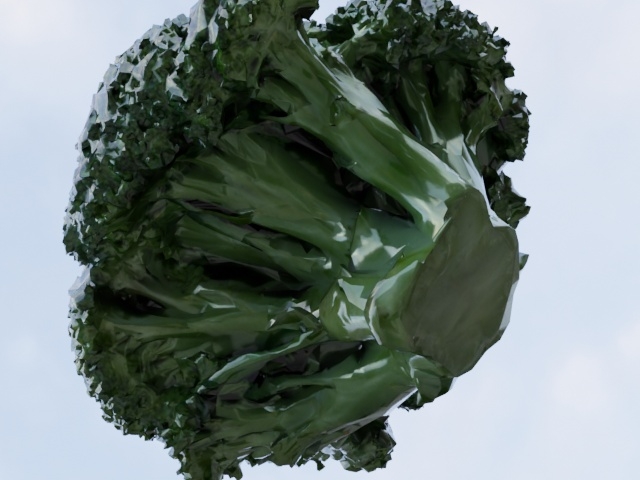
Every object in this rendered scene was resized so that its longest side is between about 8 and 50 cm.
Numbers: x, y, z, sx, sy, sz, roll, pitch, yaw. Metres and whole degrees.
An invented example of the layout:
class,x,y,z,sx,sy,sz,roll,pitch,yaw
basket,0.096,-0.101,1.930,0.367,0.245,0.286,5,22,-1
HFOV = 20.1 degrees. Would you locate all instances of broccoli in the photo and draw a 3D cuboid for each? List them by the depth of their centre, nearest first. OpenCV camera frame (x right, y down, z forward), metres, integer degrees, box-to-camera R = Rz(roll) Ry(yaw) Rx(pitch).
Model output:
class,x,y,z,sx,sy,sz,roll,pitch,yaw
broccoli,0.000,0.000,0.877,0.261,0.241,0.269,34,-100,-39
